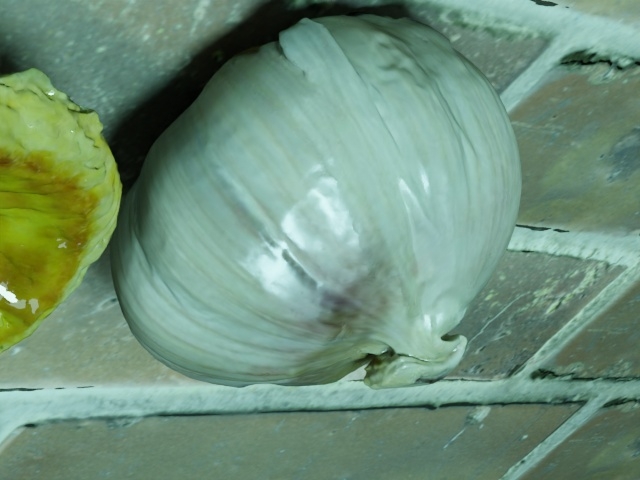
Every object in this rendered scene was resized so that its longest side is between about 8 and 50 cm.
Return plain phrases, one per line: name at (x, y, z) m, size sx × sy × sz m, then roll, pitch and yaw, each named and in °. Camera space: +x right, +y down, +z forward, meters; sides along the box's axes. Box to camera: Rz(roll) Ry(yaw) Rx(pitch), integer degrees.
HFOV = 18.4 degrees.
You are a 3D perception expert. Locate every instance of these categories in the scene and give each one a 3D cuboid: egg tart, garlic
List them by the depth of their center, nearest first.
egg tart at (-0.272, -0.011, 1.205) m, size 0.319 × 0.128 × 0.319 m, roll -28°, pitch 155°, yaw -14°
garlic at (-0.010, -0.012, 1.411) m, size 0.322 × 0.241 × 0.322 m, roll -10°, pitch 135°, yaw -10°
